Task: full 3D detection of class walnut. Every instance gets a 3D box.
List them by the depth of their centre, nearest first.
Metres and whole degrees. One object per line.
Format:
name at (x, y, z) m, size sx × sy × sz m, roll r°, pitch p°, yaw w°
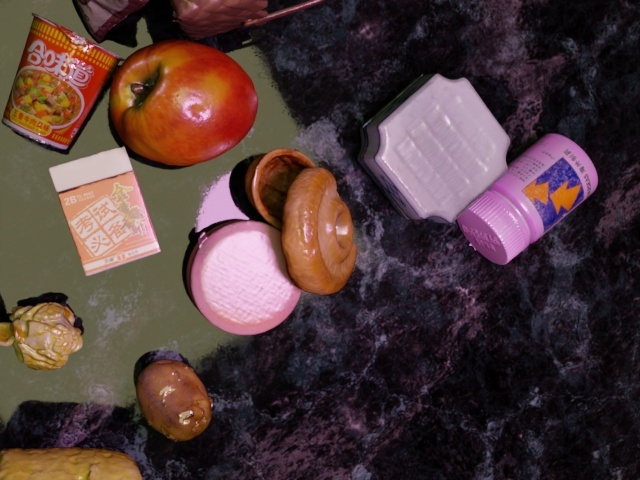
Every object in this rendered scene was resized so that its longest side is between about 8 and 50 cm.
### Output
walnut at (-0.090, -0.112, 1.586) m, size 0.211 × 0.087 × 0.167 m, roll 34°, pitch 75°, yaw -44°

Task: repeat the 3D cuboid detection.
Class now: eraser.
eraser at (-0.436, -0.060, 1.522) m, size 0.157 × 0.038 × 0.230 m, roll -19°, pitch 98°, yaw -14°

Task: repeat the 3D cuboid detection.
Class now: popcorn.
popcorn at (-0.538, 0.187, 1.458) m, size 0.162 × 0.142 × 0.135 m, roll -4°, pitch 92°, yaw -55°

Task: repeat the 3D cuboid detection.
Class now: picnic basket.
picnic basket at (-0.157, -0.541, 1.447) m, size 0.321 × 0.291 × 0.254 m, roll -21°, pitch 98°, yaw -2°

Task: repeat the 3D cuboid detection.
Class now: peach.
peach at (-0.263, -0.260, 1.461) m, size 0.281 × 0.281 × 0.238 m, roll -26°, pitch 66°, yaw -14°

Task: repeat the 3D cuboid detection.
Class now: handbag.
handbag at (-0.407, -0.512, 1.414) m, size 0.127 × 0.235 × 0.212 m, roll -14°, pitch 94°, yaw -37°

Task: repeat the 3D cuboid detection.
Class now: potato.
potato at (-0.301, 0.329, 1.544) m, size 0.137 × 0.137 × 0.175 m, roll -28°, pitch 79°, yaw -13°

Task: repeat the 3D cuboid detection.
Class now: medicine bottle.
medicine bottle at (0.470, -0.095, 1.716) m, size 0.291 × 0.178 × 0.178 m, roll -38°, pitch 103°, yaw -12°

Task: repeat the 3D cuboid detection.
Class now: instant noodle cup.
instant noodle cup at (-0.500, -0.292, 1.426) m, size 0.193 × 0.193 × 0.212 m, roll 25°, pitch 94°, yaw -16°

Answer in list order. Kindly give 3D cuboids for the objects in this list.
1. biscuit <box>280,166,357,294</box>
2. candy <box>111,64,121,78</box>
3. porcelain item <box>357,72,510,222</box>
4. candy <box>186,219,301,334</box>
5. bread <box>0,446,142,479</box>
biscuit at (0.001, 0.000, 1.555) m, size 0.274 × 0.091 × 0.213 m, roll 69°, pitch 33°, yaw -41°
candy at (-0.413, -0.295, 1.525) m, size 0.035 × 0.035 × 0.122 m, roll 5°, pitch 102°, yaw -28°
porcelain item at (0.245, -0.201, 1.654) m, size 0.281 × 0.157 × 0.286 m, roll -43°, pitch 105°, yaw -8°
candy at (-0.164, 0.071, 1.581) m, size 0.255 × 0.094 × 0.255 m, roll -1°, pitch 93°, yaw -17°
bread at (-0.473, 0.550, 1.391) m, size 0.308 × 0.348 × 0.348 m, roll -1°, pitch 93°, yaw -19°
